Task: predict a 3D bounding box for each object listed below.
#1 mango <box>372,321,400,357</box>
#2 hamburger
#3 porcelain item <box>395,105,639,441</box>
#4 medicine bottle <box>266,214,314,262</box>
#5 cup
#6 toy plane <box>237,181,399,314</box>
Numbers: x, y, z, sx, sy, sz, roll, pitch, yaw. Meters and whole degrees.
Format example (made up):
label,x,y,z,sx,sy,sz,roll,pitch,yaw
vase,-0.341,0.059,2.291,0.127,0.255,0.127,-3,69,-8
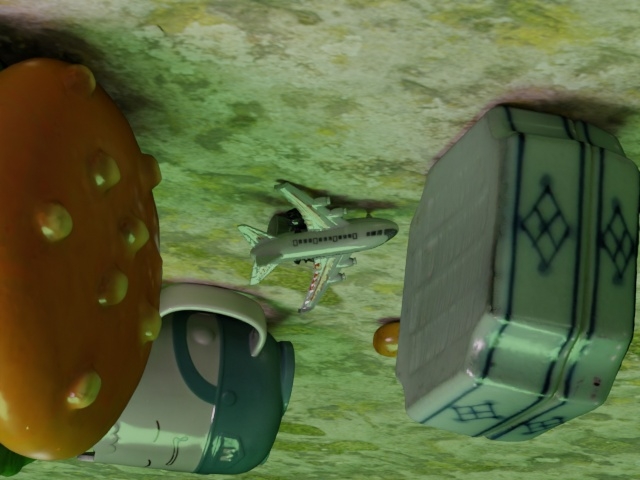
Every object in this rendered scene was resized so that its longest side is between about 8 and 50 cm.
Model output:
label,x,y,z,sx,sy,sz,roll,pitch,yaw
mango,0.114,0.132,2.248,0.089,0.046,0.060,-5,158,13
hamburger,-0.297,0.028,1.547,0.277,0.396,0.396,-2,160,16
porcelain item,0.188,0.038,1.609,0.157,0.281,0.286,11,158,-14
medicine bottle,-0.017,0.001,1.901,0.083,0.047,0.047,10,160,-17
cup,-0.174,0.178,2.237,0.257,0.219,0.290,9,128,-14
toy plane,0.000,0.000,1.838,0.171,0.065,0.162,-14,120,-5
